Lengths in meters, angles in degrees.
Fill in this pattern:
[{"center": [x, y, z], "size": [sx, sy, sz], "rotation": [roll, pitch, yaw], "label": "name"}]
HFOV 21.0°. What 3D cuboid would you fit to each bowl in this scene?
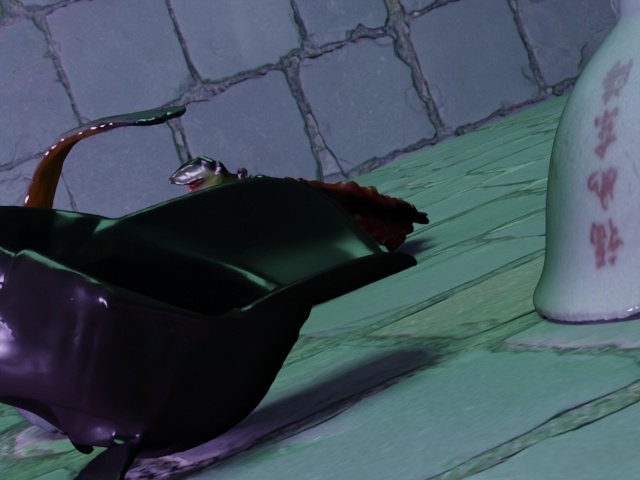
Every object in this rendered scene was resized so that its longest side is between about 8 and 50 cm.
[{"center": [0.315, -0.113, 1.154], "size": [0.435, 0.196, 0.435], "rotation": [-21, 4, 2], "label": "bowl"}]

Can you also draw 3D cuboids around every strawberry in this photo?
[{"center": [0.000, 0.000, 1.859], "size": [0.233, 0.137, 0.306], "rotation": [8, -3, 40], "label": "strawberry"}]

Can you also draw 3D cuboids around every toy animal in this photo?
[{"center": [-0.265, -0.004, 1.546], "size": [0.302, 0.284, 0.225], "rotation": [13, 23, 25], "label": "toy animal"}]

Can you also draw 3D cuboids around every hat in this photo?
[{"center": [-0.100, 0.081, 1.181], "size": [0.336, 0.208, 0.238], "rotation": [-4, 18, -24], "label": "hat"}]
